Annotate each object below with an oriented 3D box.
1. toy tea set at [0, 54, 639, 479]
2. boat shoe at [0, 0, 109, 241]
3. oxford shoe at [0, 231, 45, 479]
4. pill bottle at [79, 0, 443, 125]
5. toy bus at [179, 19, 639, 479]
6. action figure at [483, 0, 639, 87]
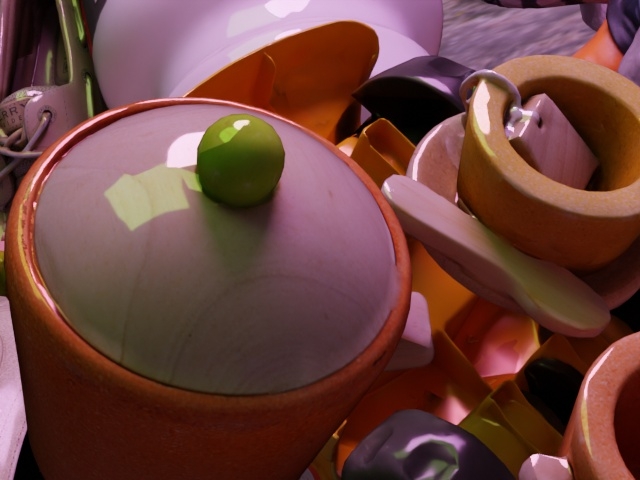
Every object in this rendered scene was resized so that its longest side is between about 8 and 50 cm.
[{"bbox_3d":[0.072,0.011,0.387,0.336,0.200,0.124,-30,-26,-34],"label":"toy tea set"},{"bbox_3d":[-0.193,-0.067,1.019,0.109,0.098,0.302,-15,59,27],"label":"boat shoe"},{"bbox_3d":[-0.125,0.061,0.823,0.146,0.140,0.397,16,31,19],"label":"oxford shoe"},{"bbox_3d":[-0.046,-0.168,0.894,0.210,0.210,0.363,-21,54,6],"label":"pill bottle"},{"bbox_3d":[0.019,0.065,0.552,0.149,0.220,0.211,-36,-18,-37],"label":"toy bus"},{"bbox_3d":[0.177,-0.106,0.806,0.341,0.178,0.330,-33,12,-30],"label":"action figure"}]
